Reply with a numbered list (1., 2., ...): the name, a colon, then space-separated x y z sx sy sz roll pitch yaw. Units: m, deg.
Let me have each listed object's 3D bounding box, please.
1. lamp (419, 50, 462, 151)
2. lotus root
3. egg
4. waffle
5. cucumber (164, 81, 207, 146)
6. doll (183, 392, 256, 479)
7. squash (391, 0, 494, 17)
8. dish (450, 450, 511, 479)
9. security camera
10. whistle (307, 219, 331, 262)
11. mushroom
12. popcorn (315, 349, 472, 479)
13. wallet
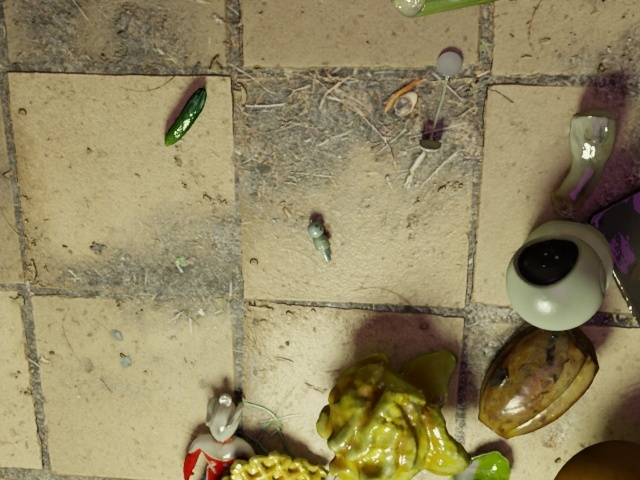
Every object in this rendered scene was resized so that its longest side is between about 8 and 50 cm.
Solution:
1. lamp: 0.239 -0.276 1.676 0.050 0.056 0.198 13 105 7
2. lotus root: 0.443 0.296 1.760 0.193 0.193 0.291 41 108 -6
3. egg: 0.589 0.576 1.680 0.283 0.282 0.351 7 75 6
4. waffle: -0.116 0.601 1.947 0.291 0.051 0.291 -6 114 -15
5. cucumber: -0.276 -0.256 1.755 0.039 0.039 0.168 38 110 -5
6. doll: -0.229 0.525 1.969 0.188 0.099 0.384 7 114 4
7. squash: 0.253 -0.471 1.601 0.239 0.069 0.069 -9 106 9
8. dish: 0.359 0.513 1.910 0.137 0.039 0.091 -16 109 13
9. security camera: 0.460 0.077 1.640 0.195 0.236 0.194 11 117 23
10. whistle: 0.000 0.000 1.800 0.035 0.035 0.100 -19 105 13
11. mushroom: 0.517 -0.147 1.663 0.092 0.081 0.223 -2 116 -28
12. popcorn: 0.164 0.393 1.776 0.326 0.290 0.321 39 111 15
13. wallet: 0.674 0.046 1.719 0.165 0.042 0.309 -28 101 14
